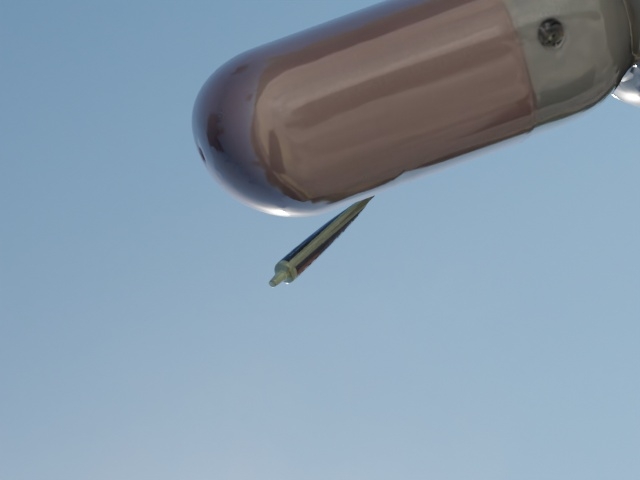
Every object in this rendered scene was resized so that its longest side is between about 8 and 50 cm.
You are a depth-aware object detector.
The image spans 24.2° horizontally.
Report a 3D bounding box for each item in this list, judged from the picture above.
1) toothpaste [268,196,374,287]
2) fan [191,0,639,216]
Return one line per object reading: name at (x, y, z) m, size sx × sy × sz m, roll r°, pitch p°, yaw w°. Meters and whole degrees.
toothpaste at (0.000, 0.000, 1.253) m, size 0.021 × 0.037 × 0.140 m, roll 51°, pitch -130°, yaw -4°
fan at (0.081, -0.066, 0.421) m, size 0.244 × 0.130 × 0.074 m, roll -20°, pitch -81°, yaw -11°
